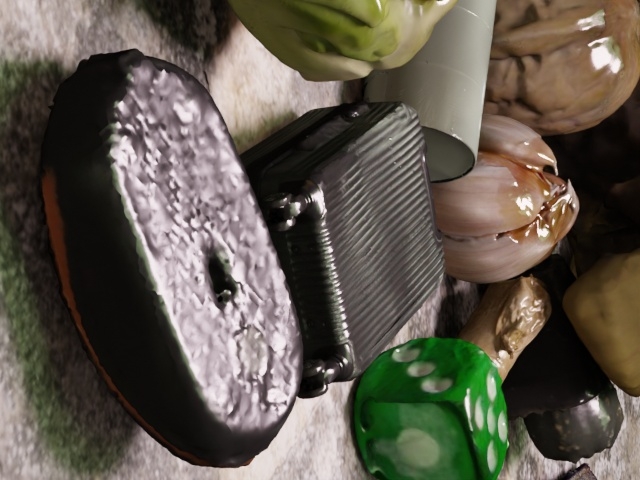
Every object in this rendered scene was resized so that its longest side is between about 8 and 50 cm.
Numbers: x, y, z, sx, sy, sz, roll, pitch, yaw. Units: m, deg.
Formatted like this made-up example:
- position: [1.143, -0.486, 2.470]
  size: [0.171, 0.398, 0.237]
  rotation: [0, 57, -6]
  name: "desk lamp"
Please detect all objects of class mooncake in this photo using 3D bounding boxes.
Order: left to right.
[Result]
- position: [0.391, -0.031, 1.974]
  size: [0.393, 0.246, 0.394]
  rotation: [21, 48, -73]
  name: "mooncake"

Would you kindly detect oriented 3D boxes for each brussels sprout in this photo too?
- position: [-0.006, -0.302, 1.367]
  size: [0.328, 0.247, 0.328]
  rotation: [-2, 93, -48]
  name: "brussels sprout"

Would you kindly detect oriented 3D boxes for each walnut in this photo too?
- position: [0.256, -0.242, 1.933]
  size: [0.248, 0.248, 0.248]
  rotation: [-3, 90, -65]
  name: "walnut"

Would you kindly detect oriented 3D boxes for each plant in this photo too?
- position: [0.276, 0.147, 2.033]
  size: [0.164, 0.142, 0.256]
  rotation: [-36, 108, -61]
  name: "plant"

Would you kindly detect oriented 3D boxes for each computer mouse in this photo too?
- position: [-0.117, 0.018, 1.225]
  size: [0.183, 0.116, 0.323]
  rotation: [-42, 117, -56]
  name: "computer mouse"

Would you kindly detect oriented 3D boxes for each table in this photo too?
- position: [0.111, -0.183, 1.726]
  size: [0.126, 0.126, 0.220]
  rotation: [48, 45, -54]
  name: "table"

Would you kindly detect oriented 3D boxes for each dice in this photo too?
- position: [0.114, 0.178, 1.685]
  size: [0.120, 0.128, 0.131]
  rotation: [-58, 137, -53]
  name: "dice"

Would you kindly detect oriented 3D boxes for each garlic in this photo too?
- position: [0.175, -0.026, 1.824]
  size: [0.160, 0.191, 0.214]
  rotation: [-41, 139, -30]
  name: "garlic"

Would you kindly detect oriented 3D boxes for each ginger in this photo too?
- position: [0.181, 0.128, 1.862]
  size: [0.213, 0.074, 0.137]
  rotation: [-63, -172, -21]
  name: "ginger"

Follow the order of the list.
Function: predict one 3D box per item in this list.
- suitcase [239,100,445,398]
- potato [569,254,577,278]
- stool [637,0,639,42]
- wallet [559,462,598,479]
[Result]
- position: [0.000, 0.000, 1.461]
  size: [0.312, 0.128, 0.202]
  rotation: [-40, 123, -60]
  name: "suitcase"
- position: [0.412, 0.067, 2.367]
  size: [0.161, 0.128, 0.234]
  rotation: [-55, 142, -30]
  name: "potato"
- position: [0.390, -0.219, 2.273]
  size: [0.264, 0.179, 0.179]
  rotation: [-35, 119, -61]
  name: "stool"
- position: [0.365, 0.407, 2.195]
  size: [0.221, 0.071, 0.262]
  rotation: [57, 20, 10]
  name: "wallet"
